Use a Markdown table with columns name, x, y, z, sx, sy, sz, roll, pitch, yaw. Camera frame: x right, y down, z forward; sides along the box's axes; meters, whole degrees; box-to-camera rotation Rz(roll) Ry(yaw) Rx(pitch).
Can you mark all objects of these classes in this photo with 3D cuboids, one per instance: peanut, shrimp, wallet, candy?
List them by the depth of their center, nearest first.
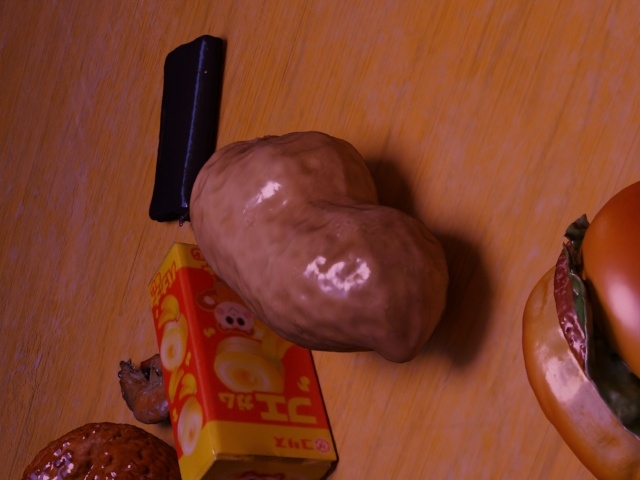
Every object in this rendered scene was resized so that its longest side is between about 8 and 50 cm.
| name | x | y | z | sx | sy | sz | roll | pitch | yaw |
| --- | --- | --- | --- | --- | --- | --- | --- | --- | --- |
| peanut | 0.000 | 0.000 | 1.368 | 0.387 | 0.169 | 0.192 | 39 | 110 | 52 |
| candy | -0.089 | 0.138 | 1.494 | 0.088 | 0.146 | 0.276 | -53 | 41 | 39 |
| shrimp | -0.218 | 0.182 | 1.800 | 0.190 | 0.042 | 0.101 | 15 | 74 | 60 |
| wallet | -0.180 | -0.139 | 1.828 | 0.149 | 0.044 | 0.250 | -7 | 75 | 62 |

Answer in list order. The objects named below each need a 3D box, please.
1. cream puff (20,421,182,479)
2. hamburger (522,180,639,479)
| name | x | y | z | sx | sy | sz | roll | pitch | yaw |
| --- | --- | --- | --- | --- | --- | --- | --- | --- | --- |
| cream puff | -0.269 | 0.360 | 1.661 | 0.303 | 0.212 | 0.303 | -35 | 49 | 55 |
| hamburger | 0.254 | 0.061 | 0.866 | 0.170 | 0.246 | 0.246 | -55 | 38 | 31 |
